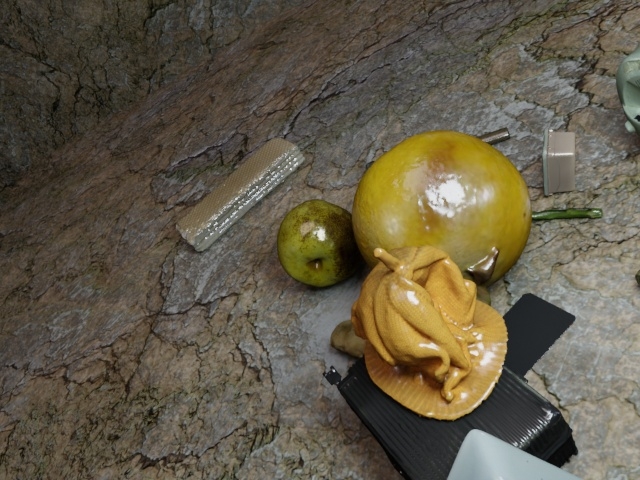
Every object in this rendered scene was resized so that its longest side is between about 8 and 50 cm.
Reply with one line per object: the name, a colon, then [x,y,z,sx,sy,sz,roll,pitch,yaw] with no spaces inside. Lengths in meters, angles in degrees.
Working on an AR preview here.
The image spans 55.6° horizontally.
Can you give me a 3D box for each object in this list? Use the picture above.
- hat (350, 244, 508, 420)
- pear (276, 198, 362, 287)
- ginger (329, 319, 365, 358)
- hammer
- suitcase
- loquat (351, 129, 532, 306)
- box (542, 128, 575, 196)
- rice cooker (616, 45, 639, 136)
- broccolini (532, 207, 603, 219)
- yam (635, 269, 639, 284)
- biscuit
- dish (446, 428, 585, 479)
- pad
hat: [0.125,0.095,0.875,0.233,0.233,0.244,-15,41,23]
pear: [0.000,0.000,1.367,0.197,0.197,0.197,-21,39,18]
ginger: [0.099,0.180,1.190,0.190,0.069,0.095,-24,13,16]
hammer: [0.280,-0.201,1.489,0.365,0.043,0.111,-19,39,20]
suitcase: [0.192,0.267,0.949,0.229,0.152,0.335,-41,37,-7]
loquat: [0.229,-0.022,1.113,0.328,0.328,0.359,-26,60,13]
box: [0.480,-0.157,1.221,0.062,0.122,0.089,0,48,23]
rice cooker: [0.688,-0.268,1.043,0.277,0.288,0.288,-37,37,2]
broccolini: [0.419,-0.053,1.207,0.254,0.057,0.071,-6,89,38]
yam: [0.643,-0.028,0.990,0.317,0.067,0.071,-41,7,-6]
biscuit: [-0.238,-0.139,1.795,0.426,0.078,0.144,-43,38,-9]
dish: [0.264,0.360,0.725,0.243,0.080,0.182,24,76,10]
pad: [0.353,0.165,1.060,0.157,0.003,0.112,-43,38,-10]
